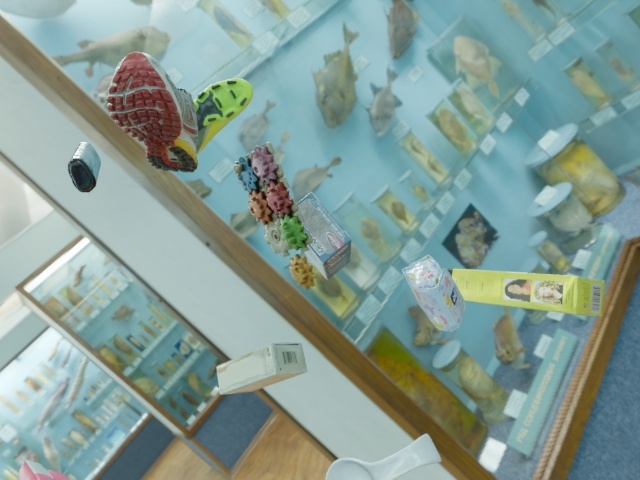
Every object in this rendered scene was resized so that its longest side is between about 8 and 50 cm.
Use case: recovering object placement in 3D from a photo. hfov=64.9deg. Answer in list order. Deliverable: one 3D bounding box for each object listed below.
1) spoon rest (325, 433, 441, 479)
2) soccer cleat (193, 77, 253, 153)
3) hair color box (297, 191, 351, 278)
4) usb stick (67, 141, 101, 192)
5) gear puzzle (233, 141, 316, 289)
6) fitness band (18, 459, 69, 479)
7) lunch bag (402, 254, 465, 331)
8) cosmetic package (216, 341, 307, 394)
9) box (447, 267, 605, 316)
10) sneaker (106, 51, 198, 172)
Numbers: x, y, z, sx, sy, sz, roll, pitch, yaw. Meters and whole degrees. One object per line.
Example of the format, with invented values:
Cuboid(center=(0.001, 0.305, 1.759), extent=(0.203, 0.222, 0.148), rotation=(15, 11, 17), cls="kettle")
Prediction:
Cuboid(center=(0.105, 0.471, 0.993), extent=(0.084, 0.137, 0.276), rotation=(12, -49, -49), cls="spoon rest")
Cuboid(center=(-0.279, -0.290, 1.223), extent=(0.289, 0.093, 0.121), rotation=(-38, 5, 13), cls="soccer cleat")
Cuboid(center=(0.000, 0.000, 1.472), extent=(0.105, 0.174, 0.347), rotation=(-39, -11, -5), cls="hair color box")
Cuboid(center=(-0.527, -0.169, 1.128), extent=(0.045, 0.077, 0.278), rotation=(-20, 24, -14), cls="usb stick")
Cuboid(center=(-0.103, -0.039, 1.133), extent=(0.044, 0.338, 0.176), rotation=(-28, 7, -37), cls="gear puzzle")
Cuboid(center=(-0.386, 0.401, 0.623), extent=(0.291, 0.054, 0.208), rotation=(-6, 55, 53), cls="fitness band")
Cuboid(center=(0.146, 0.067, 0.632), extent=(0.053, 0.071, 0.083), rotation=(-29, 19, 6), cls="lunch bag")
Cuboid(center=(-0.080, 0.171, 0.669), extent=(0.115, 0.041, 0.060), rotation=(-28, -26, 34), cls="cosmetic package")
Cuboid(center=(0.320, 0.080, 0.814), extent=(0.232, 0.087, 0.058), rotation=(0, 83, 53), cls="box")
Cuboid(center=(-0.217, -0.176, 0.672), extent=(0.225, 0.088, 0.092), rotation=(102, 170, -72), cls="sneaker")
